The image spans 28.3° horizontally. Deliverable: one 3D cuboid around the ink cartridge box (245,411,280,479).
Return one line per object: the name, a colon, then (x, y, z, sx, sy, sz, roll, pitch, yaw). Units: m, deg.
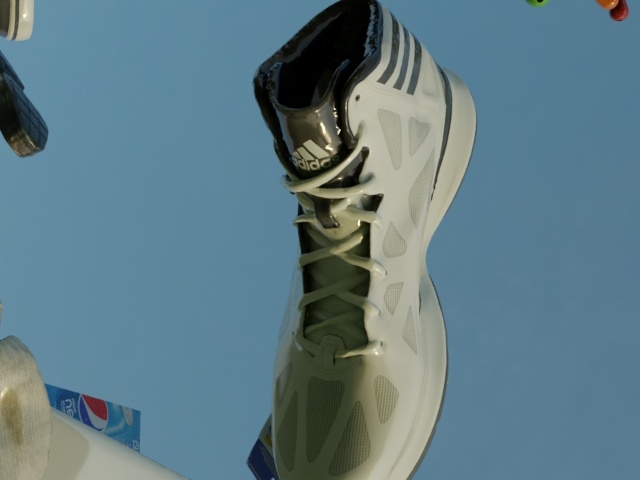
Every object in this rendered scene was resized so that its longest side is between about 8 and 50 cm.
ink cartridge box: (0.025, 0.238, 1.649, 0.186, 0.065, 0.311, 49, -61, 37)

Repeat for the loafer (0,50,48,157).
loafer: (-0.278, -0.112, 1.078, 0.061, 0.062, 0.170, -34, -141, -4)

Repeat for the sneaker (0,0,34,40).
sneaker: (-0.400, -0.377, 1.408, 0.126, 0.127, 0.321, -165, -115, -66)

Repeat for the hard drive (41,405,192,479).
hard drive: (-0.257, 0.283, 1.245, 0.040, 0.307, 0.203, -12, -130, 54)

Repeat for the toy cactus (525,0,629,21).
toy cactus: (0.241, -0.325, 1.308, 0.112, 0.219, 0.180, -166, -90, -72)

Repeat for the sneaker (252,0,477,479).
sneaker: (-0.001, 0.000, 1.074, 0.169, 0.257, 0.447, 0, -111, 30)

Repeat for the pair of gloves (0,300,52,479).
pair of gloves: (-0.238, 0.123, 0.651, 0.042, 0.240, 0.204, -19, -104, 43)

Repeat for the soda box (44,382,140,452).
soda box: (-0.331, 0.246, 1.703, 0.071, 0.210, 0.067, -12, -112, 27)
